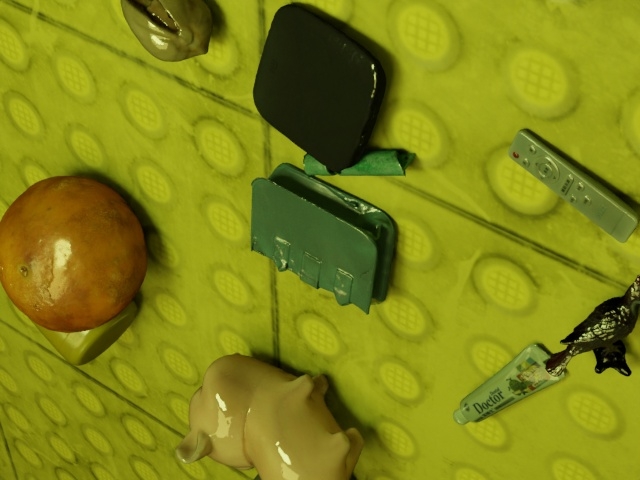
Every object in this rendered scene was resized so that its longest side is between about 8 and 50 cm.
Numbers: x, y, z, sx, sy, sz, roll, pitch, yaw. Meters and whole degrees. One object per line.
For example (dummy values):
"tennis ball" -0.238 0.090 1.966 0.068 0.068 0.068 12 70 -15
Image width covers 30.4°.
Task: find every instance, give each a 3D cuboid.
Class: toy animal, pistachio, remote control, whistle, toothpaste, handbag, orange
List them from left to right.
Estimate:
"orange" -0.450 0.024 2.106 0.283 0.226 0.284 7 106 26
"pistachio" -0.218 -0.319 1.671 0.149 0.113 0.113 51 147 20
"toy animal" -0.087 0.335 2.064 0.326 0.269 0.237 56 -167 25
"handbag" 0.000 0.000 1.770 0.229 0.062 0.179 27 135 25
"whistle" 0.053 -0.107 1.647 0.186 0.039 0.039 3 127 44
"toothpaste" 0.270 0.223 1.753 0.067 0.037 0.255 46 141 1
"remote control" 0.310 -0.069 1.434 0.184 0.027 0.050 40 143 17
"toy animal" 0.373 0.110 1.507 0.105 0.070 0.202 7 139 -19

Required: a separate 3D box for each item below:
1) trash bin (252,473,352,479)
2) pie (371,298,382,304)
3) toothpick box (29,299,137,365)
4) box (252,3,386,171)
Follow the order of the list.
"trash bin" -0.063 0.531 2.191 0.219 0.250 0.220 -12 122 49
"pie" 0.065 0.068 1.819 0.084 0.021 0.084 28 140 26
"toothpick box" -0.507 0.097 2.306 0.271 0.175 0.175 44 145 8
"box" -0.005 -0.206 1.592 0.201 0.042 0.213 40 140 21
